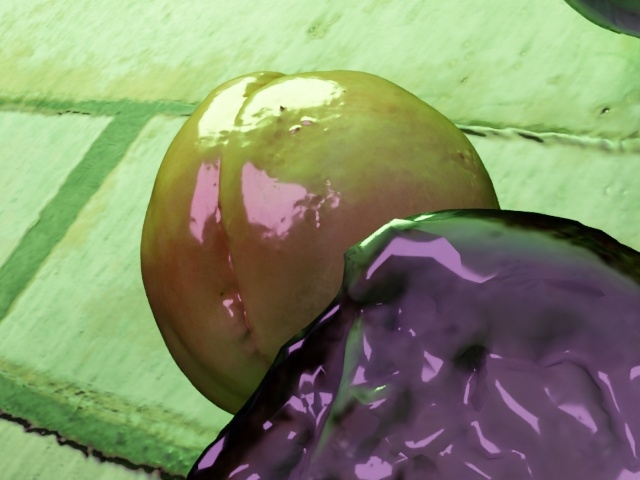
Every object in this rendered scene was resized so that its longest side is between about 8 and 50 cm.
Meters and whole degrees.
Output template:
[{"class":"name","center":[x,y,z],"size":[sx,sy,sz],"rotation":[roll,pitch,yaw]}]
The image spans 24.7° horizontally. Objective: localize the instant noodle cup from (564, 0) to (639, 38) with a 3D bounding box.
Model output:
[{"class":"instant noodle cup","center":[0.200,-0.215,0.791],"size":[0.205,0.205,0.153],"rotation":[-13,50,25]}]

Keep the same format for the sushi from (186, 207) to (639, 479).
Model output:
[{"class":"sushi","center":[0.043,0.163,0.498],"size":[0.234,0.207,0.348],"rotation":[43,91,16]}]

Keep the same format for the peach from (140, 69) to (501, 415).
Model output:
[{"class":"peach","center":[0.000,0.000,0.720],"size":[0.184,0.184,0.184],"rotation":[-20,40,18]}]
